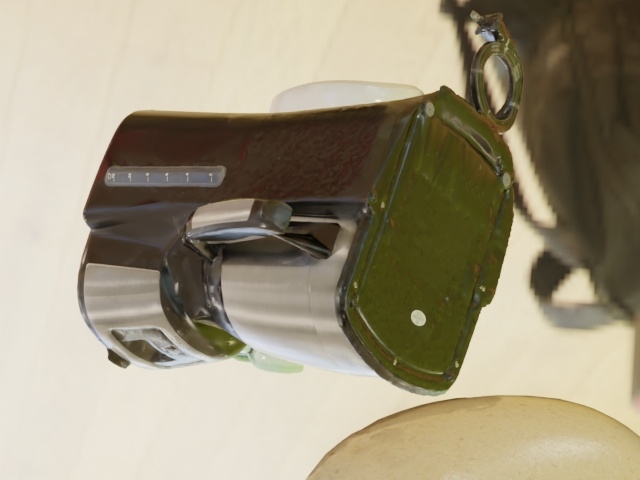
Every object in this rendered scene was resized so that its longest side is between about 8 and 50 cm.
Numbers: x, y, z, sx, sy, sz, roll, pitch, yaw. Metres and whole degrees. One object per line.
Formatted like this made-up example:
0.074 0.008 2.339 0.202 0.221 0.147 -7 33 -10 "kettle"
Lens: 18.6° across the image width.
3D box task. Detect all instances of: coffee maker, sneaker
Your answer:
-0.007 -0.013 0.912 0.178 0.171 0.120 3 132 40 "coffee maker"
0.000 0.000 1.192 0.094 0.151 0.256 4 162 -19 "sneaker"

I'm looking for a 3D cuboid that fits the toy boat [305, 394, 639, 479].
0.112 0.188 0.718 0.318 0.267 0.148 -2 171 -35 "toy boat"
